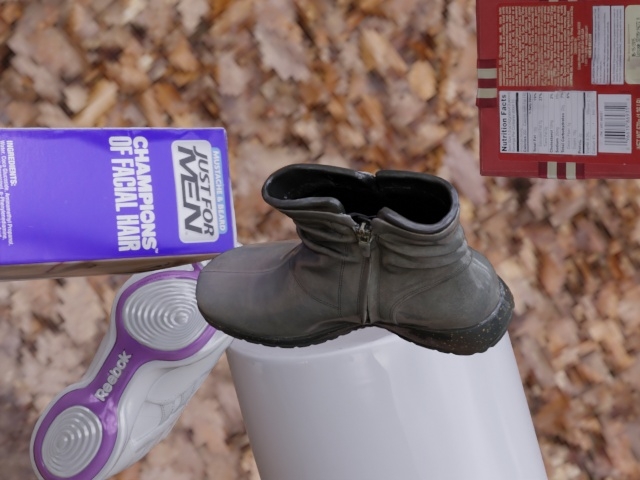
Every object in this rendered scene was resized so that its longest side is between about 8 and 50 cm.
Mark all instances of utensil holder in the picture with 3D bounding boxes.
[{"bbox_3d":[0.084,0.232,1.751,0.327,0.328,0.385,-48,125,-59],"label":"utensil holder"}]

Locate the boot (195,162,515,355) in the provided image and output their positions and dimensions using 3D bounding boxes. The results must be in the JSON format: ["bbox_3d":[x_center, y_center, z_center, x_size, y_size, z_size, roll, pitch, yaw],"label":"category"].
[{"bbox_3d":[0.000,0.000,1.031,0.161,0.247,0.083,54,46,-47],"label":"boot"}]

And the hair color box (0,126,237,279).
[{"bbox_3d":[-0.254,-0.021,1.166,0.339,0.185,0.110,-5,86,-36],"label":"hair color box"}]

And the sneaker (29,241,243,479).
[{"bbox_3d":[-0.170,0.122,1.572,0.114,0.305,0.152,42,4,13],"label":"sneaker"}]

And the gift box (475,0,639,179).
[{"bbox_3d":[0.352,-0.181,1.820,0.258,0.276,0.255,-16,111,-58],"label":"gift box"}]
